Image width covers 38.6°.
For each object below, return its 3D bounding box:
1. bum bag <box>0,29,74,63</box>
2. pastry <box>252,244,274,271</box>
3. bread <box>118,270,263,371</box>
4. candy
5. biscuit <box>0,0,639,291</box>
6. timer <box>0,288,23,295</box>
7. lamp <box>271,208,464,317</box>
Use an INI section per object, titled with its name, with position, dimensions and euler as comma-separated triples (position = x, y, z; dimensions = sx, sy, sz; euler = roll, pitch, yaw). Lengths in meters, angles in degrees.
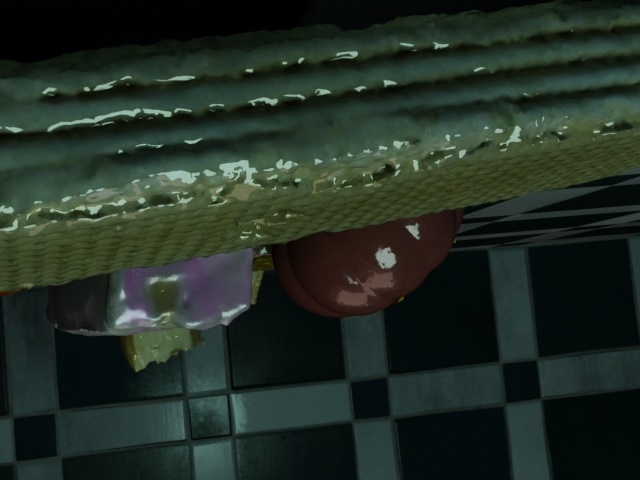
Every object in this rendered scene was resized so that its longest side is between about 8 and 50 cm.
[bum bag]
position = -0.235, -0.060, 0.499
dimensions = 0.248, 0.060, 0.123
euler = -8, 174, 12
[pastry]
position = -0.083, -0.020, 0.917
dimensions = 0.188, 0.103, 0.189
euler = -6, 175, -1
[bread]
position = -0.186, 0.003, 1.143
dimensions = 0.183, 0.224, 0.211
euler = -10, -148, -24
[candy]
position = -0.156, -0.001, 0.739
dimensions = 0.115, 0.156, 0.265
euler = -7, 177, -27
[biscuit]
position = 0.014, -0.053, 0.455
dimensions = 0.426, 0.079, 0.144
euler = -12, 171, -19
[timer]
position = -0.400, 0.020, 1.136
dimensions = 0.136, 0.099, 0.136
euler = -4, -171, 1
[lamp]
position = 0.033, -0.022, 0.769
dimensions = 0.182, 0.140, 0.182
euler = -38, -161, 16
